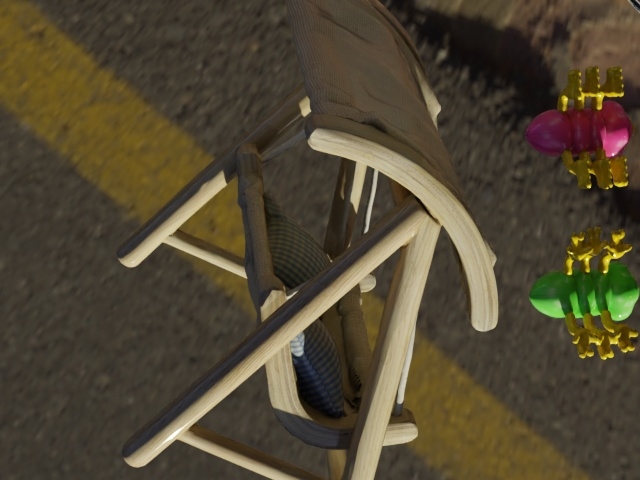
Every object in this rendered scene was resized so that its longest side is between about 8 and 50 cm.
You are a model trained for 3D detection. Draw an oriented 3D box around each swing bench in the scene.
[{"bbox_3d":[0.000,0.000,1.181,0.165,0.253,0.255,24,114,-17],"label":"swing bench"}]

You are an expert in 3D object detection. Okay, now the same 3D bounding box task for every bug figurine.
[{"bbox_3d":[0.245,-0.023,1.409,0.216,0.072,0.279,0,87,-29],"label":"bug figurine"}]

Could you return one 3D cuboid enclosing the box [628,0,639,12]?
[{"bbox_3d":[0.276,-0.168,0.882,0.216,0.060,0.270,48,121,8],"label":"box"}]
